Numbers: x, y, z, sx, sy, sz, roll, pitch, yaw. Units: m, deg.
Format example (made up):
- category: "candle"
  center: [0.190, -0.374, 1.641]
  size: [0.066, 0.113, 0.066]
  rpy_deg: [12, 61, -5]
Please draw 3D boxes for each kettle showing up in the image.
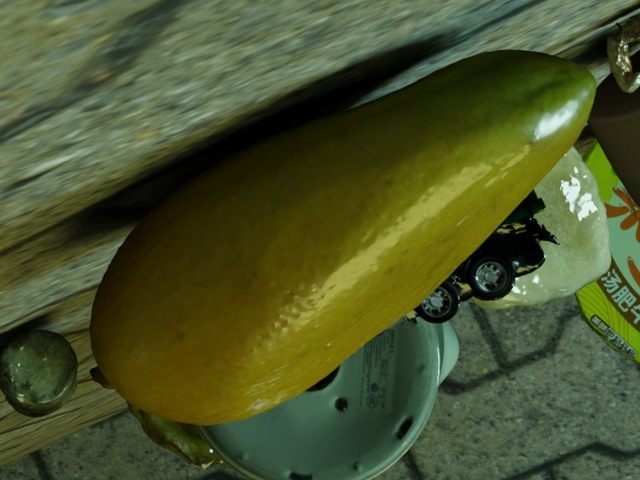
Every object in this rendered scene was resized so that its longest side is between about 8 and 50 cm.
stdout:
- category: "kettle"
  center: [-0.017, 0.106, 1.323]
  size: [0.265, 0.205, 0.318]
  rpy_deg: [-28, 177, 7]

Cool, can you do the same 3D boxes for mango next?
- category: "mango"
  center: [0.000, 0.000, 0.765]
  size: [0.317, 0.119, 0.176]
  rpy_deg: [-33, 163, 31]

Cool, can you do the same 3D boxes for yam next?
- category: "yam"
  center: [-0.216, 0.106, 1.174]
  size: [0.061, 0.061, 0.253]
  rpy_deg: [-23, 176, -13]

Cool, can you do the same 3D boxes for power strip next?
- category: "power strip"
  center: [0.250, -0.088, 0.986]
  size: [0.154, 0.078, 0.154]
  rpy_deg: [-32, -165, 10]

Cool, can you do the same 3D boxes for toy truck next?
- category: "toy truck"
  center: [0.026, 0.018, 1.045]
  size: [0.259, 0.121, 0.088]
  rpy_deg: [-25, 176, 1]

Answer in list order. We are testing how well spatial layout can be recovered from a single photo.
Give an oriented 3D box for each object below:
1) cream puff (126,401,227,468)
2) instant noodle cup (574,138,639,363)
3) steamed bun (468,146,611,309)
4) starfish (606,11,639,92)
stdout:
- category: "cream puff"
  center: [-0.107, 0.166, 1.759]
  size: [0.244, 0.196, 0.244]
  rpy_deg: [-40, 156, -22]
- category: "instant noodle cup"
  center: [0.407, -0.025, 1.559]
  size: [0.311, 0.311, 0.221]
  rpy_deg: [-26, -177, 20]
- category: "steamed bun"
  center: [0.148, -0.010, 1.353]
  size: [0.172, 0.140, 0.155]
  rpy_deg: [-16, -175, -40]
- category: "starfish"
  center: [0.251, -0.153, 0.848]
  size: [0.150, 0.053, 0.210]
  rpy_deg: [-36, 180, -39]
